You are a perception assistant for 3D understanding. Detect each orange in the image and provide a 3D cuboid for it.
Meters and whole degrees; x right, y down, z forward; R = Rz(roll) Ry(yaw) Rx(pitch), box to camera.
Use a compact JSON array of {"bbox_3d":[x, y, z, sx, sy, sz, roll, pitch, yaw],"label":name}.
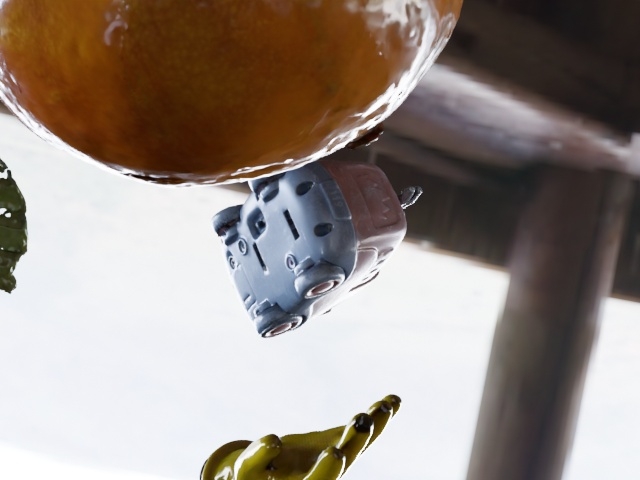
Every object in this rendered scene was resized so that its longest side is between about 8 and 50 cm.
[{"bbox_3d":[-0.060,-0.160,0.945,0.284,0.226,0.284,-11,-148,7],"label":"orange"}]

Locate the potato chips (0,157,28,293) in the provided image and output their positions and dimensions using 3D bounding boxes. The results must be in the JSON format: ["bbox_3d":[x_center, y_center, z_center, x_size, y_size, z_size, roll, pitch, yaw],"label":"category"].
[{"bbox_3d":[-0.573,-0.005,2.114,0.389,0.373,0.097,25,147,14],"label":"potato chips"}]

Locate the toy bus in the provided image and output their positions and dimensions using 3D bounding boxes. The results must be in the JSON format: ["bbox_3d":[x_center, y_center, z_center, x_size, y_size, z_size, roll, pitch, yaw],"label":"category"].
[{"bbox_3d":[0.000,0.000,2.495,0.232,0.197,0.294,-13,158,-34],"label":"toy bus"}]

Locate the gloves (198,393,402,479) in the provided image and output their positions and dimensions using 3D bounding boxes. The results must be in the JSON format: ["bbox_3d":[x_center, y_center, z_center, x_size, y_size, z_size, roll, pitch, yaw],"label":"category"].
[{"bbox_3d":[-0.014,0.228,1.842,0.116,0.133,0.294,45,143,-6],"label":"gloves"}]
